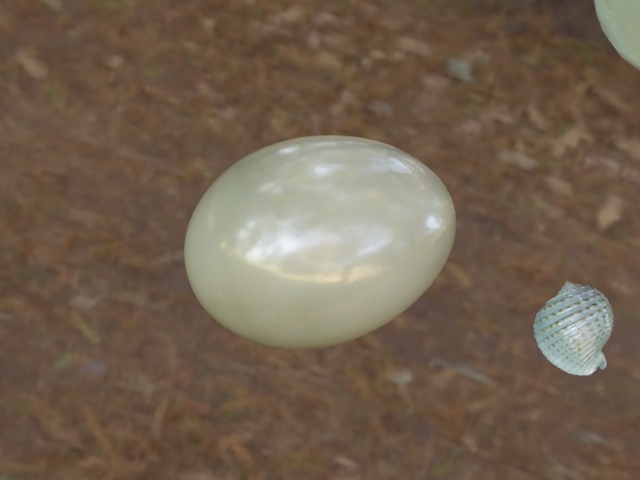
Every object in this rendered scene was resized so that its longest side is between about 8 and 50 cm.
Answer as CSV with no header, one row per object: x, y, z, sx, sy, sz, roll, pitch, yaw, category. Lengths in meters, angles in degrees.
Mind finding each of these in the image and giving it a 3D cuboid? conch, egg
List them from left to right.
0.000,0.000,1.488,0.241,0.186,0.186,-14,38,-10,egg
0.239,0.078,1.578,0.076,0.057,0.085,-14,55,-13,conch

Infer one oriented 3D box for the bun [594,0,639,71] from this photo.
0.478,-0.330,2.049,0.293,0.293,0.187,21,43,7,bun
